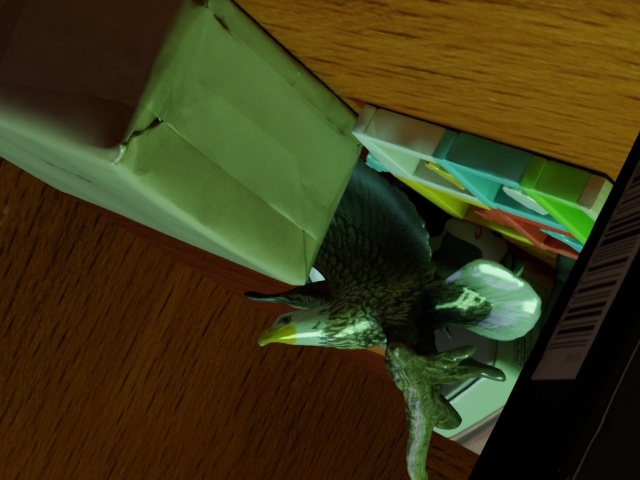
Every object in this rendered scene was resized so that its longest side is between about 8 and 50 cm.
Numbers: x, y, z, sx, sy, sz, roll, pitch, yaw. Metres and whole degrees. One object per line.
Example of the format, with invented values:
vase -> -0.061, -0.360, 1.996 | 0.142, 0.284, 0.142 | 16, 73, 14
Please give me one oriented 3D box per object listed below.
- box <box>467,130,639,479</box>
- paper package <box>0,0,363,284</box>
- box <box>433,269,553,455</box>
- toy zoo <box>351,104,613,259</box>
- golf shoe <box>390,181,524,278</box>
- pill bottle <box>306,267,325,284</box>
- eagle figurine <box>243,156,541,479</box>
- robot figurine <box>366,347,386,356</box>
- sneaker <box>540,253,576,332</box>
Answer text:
box -> 0.308, 0.094, 0.779 | 0.396, 0.293, 0.212 | 27, 173, -2
paper package -> -0.168, -0.120, 1.466 | 0.325, 0.168, 0.309 | 21, 170, 35
box -> 0.228, 0.149, 1.712 | 0.232, 0.148, 0.127 | 30, 132, -20
toy zoo -> 0.153, -0.039, 1.426 | 0.293, 0.030, 0.192 | 21, 171, 41
golf shoe -> 0.076, -0.019, 1.683 | 0.273, 0.105, 0.120 | 15, 149, 41
pill bottle -> 0.000, 0.000, 1.941 | 0.193, 0.108, 0.108 | 21, 171, 41
eagle figurine -> 0.032, 0.048, 1.580 | 0.225, 0.226, 0.298 | 16, -154, -36
robot figurine -> 0.109, 0.088, 2.104 | 0.128, 0.158, 0.219 | -3, -168, -35
sneaker -> 0.280, 0.105, 1.611 | 0.109, 0.130, 0.286 | 18, 170, 42
